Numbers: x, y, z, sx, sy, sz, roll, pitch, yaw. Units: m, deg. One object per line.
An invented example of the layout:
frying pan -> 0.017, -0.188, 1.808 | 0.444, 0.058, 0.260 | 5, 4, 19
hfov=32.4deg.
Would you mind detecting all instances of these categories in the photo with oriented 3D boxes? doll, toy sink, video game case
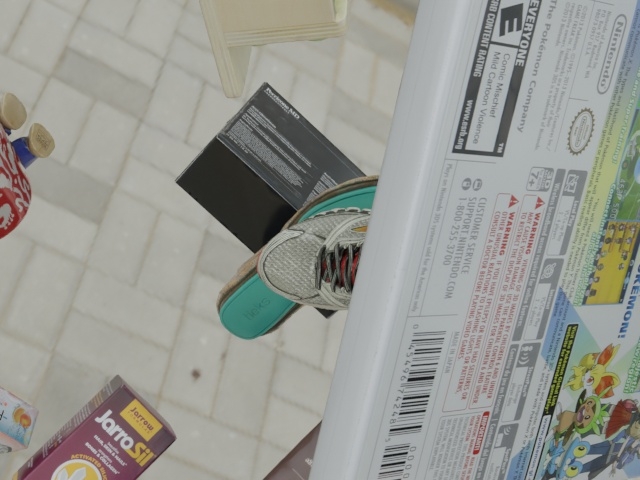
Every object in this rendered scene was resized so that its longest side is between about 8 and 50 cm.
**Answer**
doll -> -0.331, -0.055, 0.988 | 0.129, 0.189, 0.046 | 51, 22, -36
toy sink -> -0.041, -0.270, 1.035 | 0.131, 0.234, 0.153 | -3, 43, 9
video game case -> 0.146, 0.006, 0.658 | 0.300, 0.329, 0.036 | 1, 18, -38

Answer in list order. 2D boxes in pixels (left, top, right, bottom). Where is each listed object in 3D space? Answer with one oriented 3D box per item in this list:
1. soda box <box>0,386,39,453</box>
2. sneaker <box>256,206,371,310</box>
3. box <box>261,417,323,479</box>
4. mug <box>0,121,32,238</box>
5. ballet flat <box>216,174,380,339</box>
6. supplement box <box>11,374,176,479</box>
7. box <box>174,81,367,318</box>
soda box -> -0.452, 0.207, 1.410 | 0.183, 0.063, 0.058 | 45, 42, -38
sneaker -> 0.049, 0.014, 0.880 | 0.093, 0.225, 0.088 | -2, 89, -65
box -> -0.003, 0.350, 1.194 | 0.381, 0.143, 0.191 | -43, 68, -9
mug -> -0.296, -0.089, 0.877 | 0.113, 0.169, 0.150 | 1, 61, 8
ballet flat -> 0.000, 0.000, 1.248 | 0.107, 0.316, 0.106 | 49, 33, -14
supplement box -> -0.288, 0.276, 1.401 | 0.188, 0.081, 0.104 | -44, 102, -9
box -> -0.032, -0.055, 1.416 | 0.261, 0.103, 0.184 | 43, 35, -8
